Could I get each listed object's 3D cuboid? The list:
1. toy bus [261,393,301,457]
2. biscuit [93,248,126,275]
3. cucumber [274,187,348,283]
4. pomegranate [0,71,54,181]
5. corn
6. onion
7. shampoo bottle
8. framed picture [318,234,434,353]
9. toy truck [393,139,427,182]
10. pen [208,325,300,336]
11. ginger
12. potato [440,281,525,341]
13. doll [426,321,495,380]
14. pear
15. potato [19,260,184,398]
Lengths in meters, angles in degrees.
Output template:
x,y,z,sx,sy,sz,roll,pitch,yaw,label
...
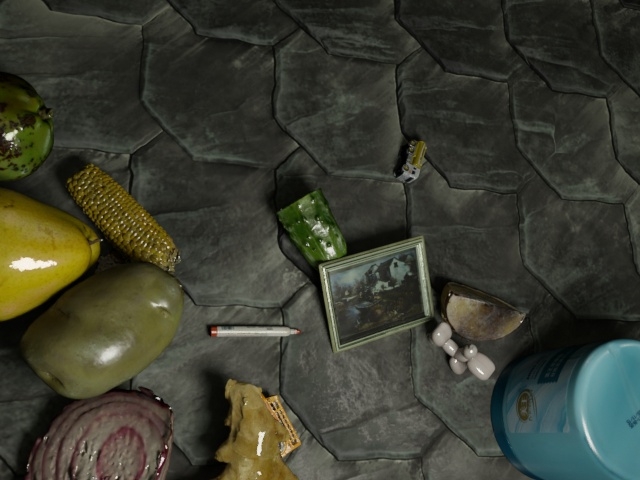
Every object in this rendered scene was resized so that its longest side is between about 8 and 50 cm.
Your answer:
x,y,z,sx,sy,sz,roll,pitch,yaw,label
-0.111,0.399,1.544,0.074,0.069,0.162,-26,86,-24,toy bus
-0.460,0.064,1.551,0.092,0.016,0.082,34,62,-8,biscuit
0.001,0.000,1.675,0.134,0.134,0.245,-28,89,-24,cucumber
-0.704,-0.242,1.451,0.276,0.204,0.222,5,55,-20,pomegranate
-0.434,-0.040,1.543,0.115,0.115,0.318,-42,91,-24,corn
-0.431,0.451,1.393,0.279,0.146,0.315,8,70,9,onion
0.639,0.414,1.650,0.331,0.342,0.331,5,74,-18,shampoo bottle
0.147,0.131,1.689,0.296,0.019,0.232,-16,105,-22,framed picture
0.244,-0.214,1.856,0.062,0.052,0.123,25,66,-17,toy truck
-0.150,0.211,1.610,0.218,0.026,0.026,3,74,-19,pen
-0.121,0.501,1.444,0.363,0.122,0.348,24,88,-7,ginger
0.384,0.183,1.784,0.261,0.100,0.120,18,108,-28,potato
0.333,0.268,1.701,0.059,0.161,0.160,-45,110,-21,doll
-0.621,0.014,1.370,0.336,0.285,0.285,-28,85,-31,pear
-0.431,0.178,1.406,0.221,0.243,0.326,53,53,-9,potato
